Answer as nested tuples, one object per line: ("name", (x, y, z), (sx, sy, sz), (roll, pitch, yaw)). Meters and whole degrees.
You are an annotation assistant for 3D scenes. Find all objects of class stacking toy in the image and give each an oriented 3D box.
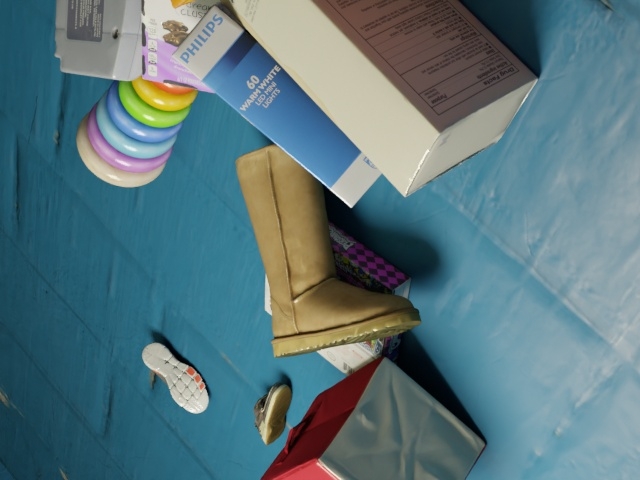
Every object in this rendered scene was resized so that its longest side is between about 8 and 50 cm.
("stacking toy", (-0.229, -0.214, 1.630), (0.141, 0.141, 0.330), (53, 140, 9))

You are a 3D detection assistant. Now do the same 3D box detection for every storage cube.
("storage cube", (0.068, 0.298, 1.536), (0.215, 0.184, 0.193), (41, 146, -5))

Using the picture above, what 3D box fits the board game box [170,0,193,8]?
("board game box", (0.031, -0.443, 0.884), (0.356, 0.356, 0.356), (-15, 103, 51))

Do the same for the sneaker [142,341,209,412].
("sneaker", (-0.250, 0.244, 2.072), (0.158, 0.061, 0.065), (47, 171, 19))

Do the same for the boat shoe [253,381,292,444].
("boat shoe", (-0.083, 0.271, 1.860), (0.049, 0.056, 0.152), (38, 141, 21))

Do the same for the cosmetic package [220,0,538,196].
("cosmetic package", (0.055, -0.213, 1.223), (0.309, 0.160, 0.113), (50, 145, 16))

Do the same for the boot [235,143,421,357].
("boot", (0.000, 0.000, 1.471), (0.236, 0.089, 0.269), (-15, 81, 35))

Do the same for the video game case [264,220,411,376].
("video game case", (0.016, 0.075, 1.594), (0.232, 0.042, 0.210), (36, 140, 31))

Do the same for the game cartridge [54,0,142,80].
("game cartridge", (-0.283, -0.364, 1.552), (0.196, 0.060, 0.294), (18, 106, 52))

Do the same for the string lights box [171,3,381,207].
("string lights box", (-0.044, -0.158, 1.333), (0.259, 0.077, 0.133), (39, -174, -11))

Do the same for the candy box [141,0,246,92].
("candy box", (-0.130, -0.281, 1.412), (0.165, 0.070, 0.196), (12, 126, 9))
